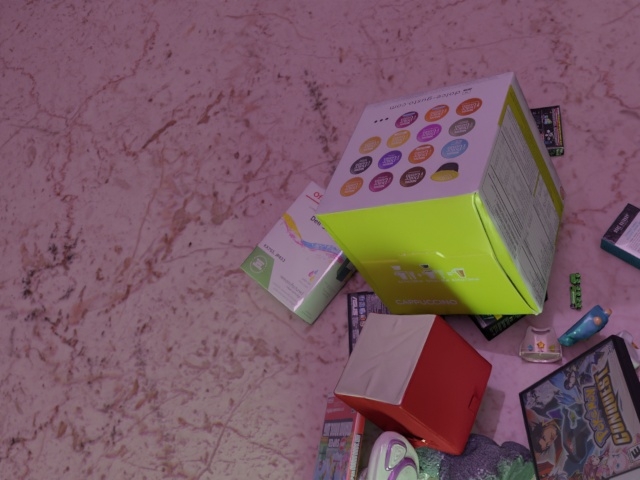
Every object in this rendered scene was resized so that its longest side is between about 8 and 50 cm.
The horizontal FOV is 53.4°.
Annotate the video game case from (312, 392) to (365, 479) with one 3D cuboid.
[{"bbox_3d":[0.032,0.454,1.312,0.025,0.204,0.285,17,69,-14],"label":"video game case"}]

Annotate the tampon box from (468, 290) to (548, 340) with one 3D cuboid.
[{"bbox_3d":[0.386,0.113,1.371,0.161,0.101,0.120,-36,59,2],"label":"tampon box"}]

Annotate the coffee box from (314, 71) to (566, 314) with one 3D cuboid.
[{"bbox_3d":[0.256,-0.075,1.283,0.338,0.338,0.334,-6,46,38],"label":"coffee box"}]

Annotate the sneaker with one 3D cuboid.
[{"bbox_3d":[0.107,0.473,1.223,0.114,0.305,0.152,-25,37,-32],"label":"sneaker"}]

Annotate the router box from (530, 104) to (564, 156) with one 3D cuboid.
[{"bbox_3d":[0.529,-0.259,1.521,0.092,0.038,0.122,-4,66,20],"label":"router box"}]

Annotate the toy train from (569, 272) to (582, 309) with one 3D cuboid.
[{"bbox_3d":[0.545,0.108,1.362,0.024,0.017,0.083,-5,65,29],"label":"toy train"}]

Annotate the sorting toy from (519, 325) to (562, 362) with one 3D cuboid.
[{"bbox_3d":[0.462,0.214,1.334,0.083,0.045,0.075,-1,59,21],"label":"sorting toy"}]

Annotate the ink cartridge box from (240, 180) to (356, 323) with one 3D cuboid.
[{"bbox_3d":[0.000,0.000,1.559,0.207,0.119,0.353,36,83,30],"label":"ink cartridge box"}]

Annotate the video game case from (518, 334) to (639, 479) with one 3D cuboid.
[{"bbox_3d":[0.466,0.342,1.118,0.248,0.035,0.274,-51,27,41],"label":"video game case"}]

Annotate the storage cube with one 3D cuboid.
[{"bbox_3d":[0.176,0.266,1.210,0.184,0.193,0.215,-5,50,52],"label":"storage cube"}]

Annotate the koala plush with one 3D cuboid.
[{"bbox_3d":[0.265,0.428,1.239,0.221,0.203,0.196,28,81,42],"label":"koala plush"}]

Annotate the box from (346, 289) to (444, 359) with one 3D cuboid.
[{"bbox_3d":[0.172,0.239,1.421,0.216,0.060,0.270,-9,65,16],"label":"box"}]

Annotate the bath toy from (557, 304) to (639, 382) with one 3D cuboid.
[{"bbox_3d":[0.603,0.290,1.197,0.348,0.151,0.129,55,129,27],"label":"bath toy"}]

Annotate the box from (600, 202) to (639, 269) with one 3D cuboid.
[{"bbox_3d":[0.714,0.029,1.307,0.244,0.060,0.100,36,83,30],"label":"box"}]
